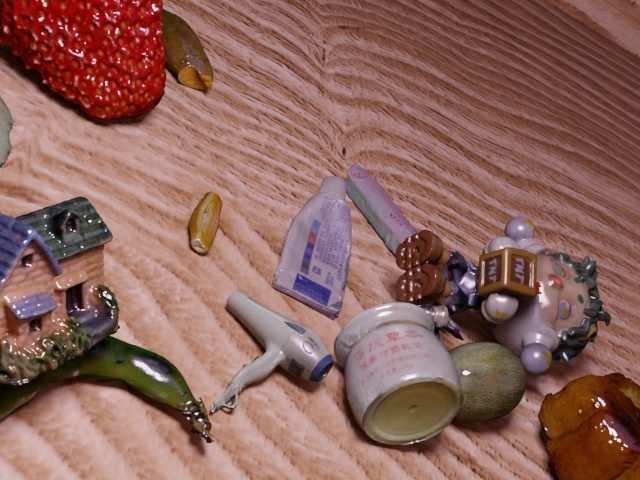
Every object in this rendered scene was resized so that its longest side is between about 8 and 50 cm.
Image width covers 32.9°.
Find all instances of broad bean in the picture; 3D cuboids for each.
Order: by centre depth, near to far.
[{"bbox_3d":[-0.255,0.156,1.197,0.292,0.049,0.144,13,35,-32],"label":"broad bean"}]

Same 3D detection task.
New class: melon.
[{"bbox_3d":[0.228,0.201,1.551,0.167,0.114,0.114,-2,48,-43],"label":"melon"}]

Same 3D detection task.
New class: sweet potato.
[{"bbox_3d":[-0.259,-0.353,1.859,0.077,0.077,0.243,-6,52,-48],"label":"sweet potato"}]

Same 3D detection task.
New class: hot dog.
[{"bbox_3d":[-0.167,-0.029,1.555,0.044,0.028,0.137,51,26,-27],"label":"hot dog"}]

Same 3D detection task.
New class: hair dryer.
[{"bbox_3d":[-0.101,0.139,1.394,0.199,0.067,0.167,-17,49,-36],"label":"hair dryer"}]

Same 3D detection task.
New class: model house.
[{"bbox_3d":[-0.310,0.027,1.139,0.166,0.172,0.183,16,23,32],"label":"model house"}]

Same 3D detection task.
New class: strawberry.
[{"bbox_3d":[-0.341,-0.349,1.624,0.351,0.267,0.312,59,24,-10],"label":"strawberry"}]

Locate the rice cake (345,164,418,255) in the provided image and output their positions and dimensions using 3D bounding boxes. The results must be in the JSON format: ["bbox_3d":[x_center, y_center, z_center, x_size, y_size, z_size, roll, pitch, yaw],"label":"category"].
[{"bbox_3d":[0.137,-0.015,1.812,0.081,0.051,0.290,-3,48,-46],"label":"rice cake"}]

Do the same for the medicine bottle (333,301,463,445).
[{"bbox_3d":[0.101,0.174,1.429,0.147,0.147,0.143,16,35,-30],"label":"medicine bottle"}]

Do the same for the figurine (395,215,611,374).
[{"bbox_3d":[0.297,0.077,1.695,0.382,0.186,0.261,19,72,-35],"label":"figurine"}]

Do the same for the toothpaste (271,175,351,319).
[{"bbox_3d":[0.002,0.000,1.661,0.099,0.068,0.282,6,42,8],"label":"toothpaste"}]

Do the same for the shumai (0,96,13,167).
[{"bbox_3d":[-0.475,-0.189,1.186,0.289,0.292,0.330,8,62,-11],"label":"shumai"}]

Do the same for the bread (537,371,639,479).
[{"bbox_3d":[0.439,0.305,1.596,0.232,0.135,0.246,-6,51,-53],"label":"bread"}]
